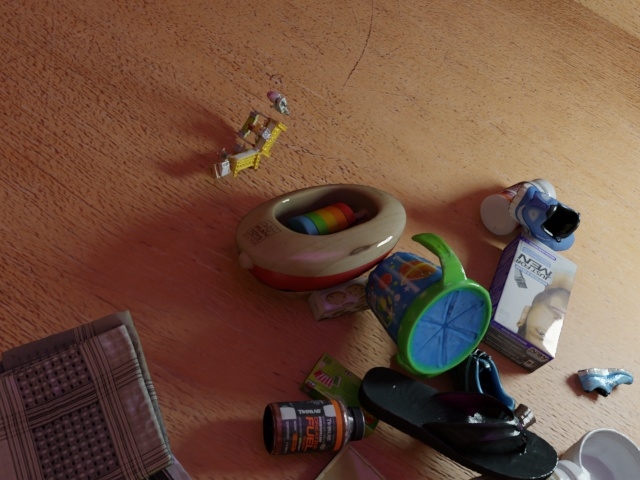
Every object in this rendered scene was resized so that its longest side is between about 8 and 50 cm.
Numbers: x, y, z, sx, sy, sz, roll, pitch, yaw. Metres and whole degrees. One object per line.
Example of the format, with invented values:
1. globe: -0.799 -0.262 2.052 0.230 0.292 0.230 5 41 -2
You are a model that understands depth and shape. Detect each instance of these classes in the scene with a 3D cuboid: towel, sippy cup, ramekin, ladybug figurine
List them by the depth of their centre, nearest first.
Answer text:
1. towel: -0.451 0.310 1.291 0.312 0.056 0.324 -22 65 -6
2. sippy cup: 0.222 0.144 1.620 0.240 0.305 0.224 28 9 -40
3. ramekin: 0.653 0.550 1.671 0.207 0.109 0.207 13 53 -17
4. ladybug figurine: 0.000 0.000 1.688 0.449 0.162 0.305 -17 38 -31

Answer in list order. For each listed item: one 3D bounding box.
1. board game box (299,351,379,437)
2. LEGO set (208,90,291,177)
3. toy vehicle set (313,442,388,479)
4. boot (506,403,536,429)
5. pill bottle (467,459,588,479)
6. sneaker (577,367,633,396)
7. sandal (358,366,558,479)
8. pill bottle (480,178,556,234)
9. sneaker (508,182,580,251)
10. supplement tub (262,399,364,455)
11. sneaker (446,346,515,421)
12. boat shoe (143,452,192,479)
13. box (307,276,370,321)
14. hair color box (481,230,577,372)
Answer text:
1. board game box: 0.054 0.339 1.586 0.181 0.043 0.092 36 51 2
2. LEGO set: -0.198 -0.259 1.850 0.107 0.132 0.287 34 72 22
3. toy vehicle set: 0.033 0.551 1.433 0.166 0.035 0.267 44 51 8
4. boot: 0.486 0.453 1.712 0.114 0.037 0.106 -27 74 -41
5. pill bottle: 0.440 0.558 1.540 0.264 0.153 0.153 -5 60 -28
6. sneaker: 0.741 0.371 1.879 0.162 0.063 0.073 4 74 -17
7. sandal: 0.297 0.377 1.514 0.445 0.107 0.167 22 33 4
8. pill bottle: 0.573 -0.102 2.078 0.221 0.121 0.121 -22 69 -34
9. sneaker: 0.635 -0.034 1.974 0.147 0.130 0.330 35 3 40
10. supplement tub: -0.013 0.379 1.476 0.198 0.106 0.106 0 57 -17
11. sneaker: 0.348 0.279 1.700 0.125 0.140 0.341 -13 63 -29
12. boat shoe: -0.312 0.426 1.319 0.105 0.113 0.306 -39 73 -19
13. box: 0.126 0.126 1.753 0.324 0.063 0.067 -9 62 -29
14. hair color box: 0.544 0.155 1.898 0.185 0.110 0.339 32 52 -2
